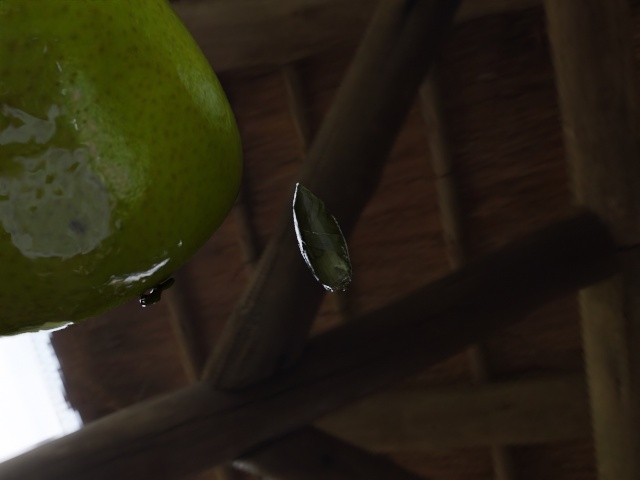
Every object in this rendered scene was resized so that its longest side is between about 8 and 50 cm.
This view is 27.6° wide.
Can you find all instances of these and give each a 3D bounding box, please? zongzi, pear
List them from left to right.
[{"bbox_3d":[-0.239,-0.108,0.971,0.238,0.342,0.318,-120,-165,-57],"label":"pear"},{"bbox_3d":[0.000,0.000,1.579,0.119,0.055,0.109,63,4,-64],"label":"zongzi"}]
